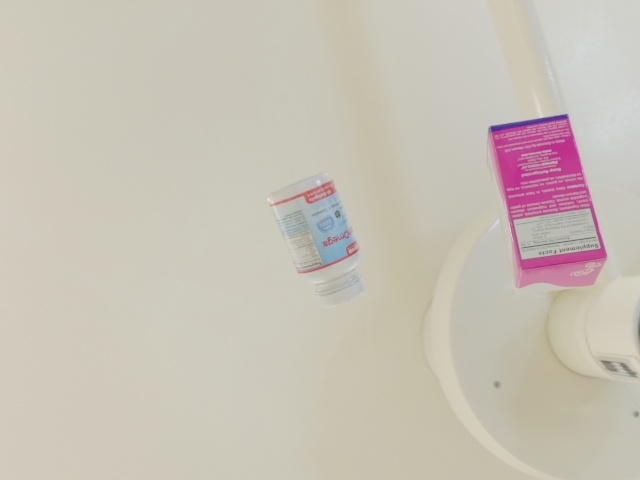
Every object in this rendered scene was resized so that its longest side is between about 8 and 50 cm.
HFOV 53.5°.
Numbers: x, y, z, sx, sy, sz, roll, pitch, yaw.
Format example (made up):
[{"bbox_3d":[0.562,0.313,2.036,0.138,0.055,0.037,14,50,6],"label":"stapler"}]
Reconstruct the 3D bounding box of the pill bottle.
[{"bbox_3d":[0.000,0.000,0.811,0.087,0.087,0.160,-24,-82,-8],"label":"pill bottle"}]

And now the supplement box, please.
[{"bbox_3d":[0.304,-0.048,0.879,0.114,0.111,0.220,-8,-113,10],"label":"supplement box"}]
